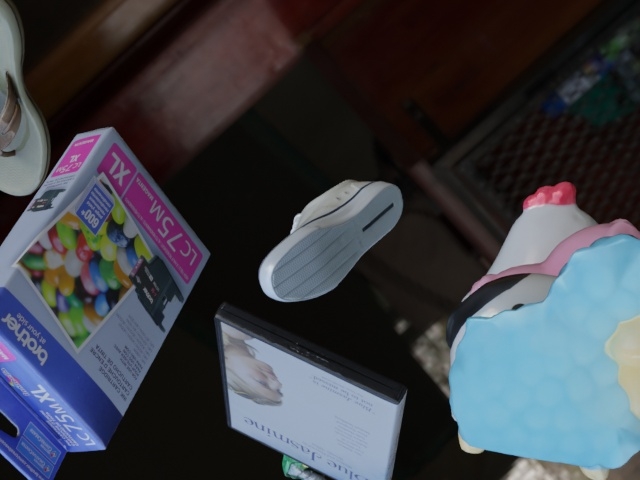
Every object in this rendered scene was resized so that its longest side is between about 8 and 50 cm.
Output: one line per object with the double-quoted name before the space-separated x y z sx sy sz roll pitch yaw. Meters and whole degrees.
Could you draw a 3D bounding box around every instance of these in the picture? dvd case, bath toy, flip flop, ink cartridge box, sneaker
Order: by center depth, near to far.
"bath toy" 0.154 0.037 0.783 0.151 0.129 0.348 9 -173 5
"dvd case" -0.012 0.157 1.225 0.180 0.022 0.253 24 152 13
"ink cartridge box" -0.229 0.062 1.242 0.186 0.065 0.311 55 -136 -31
"flip flop" -0.392 -0.169 1.555 0.080 0.112 0.277 -64 -20 -50
"sneaker" 0.000 0.000 1.697 0.091 0.258 0.094 9 121 41

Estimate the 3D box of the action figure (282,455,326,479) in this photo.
"action figure" 0.007 0.254 1.583 0.063 0.137 0.232 25 179 23
